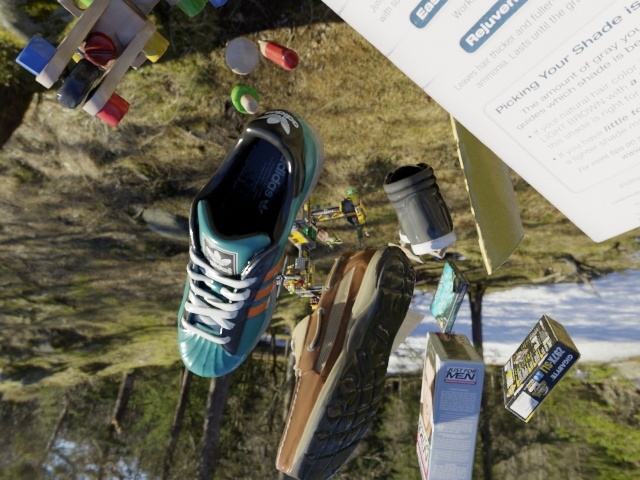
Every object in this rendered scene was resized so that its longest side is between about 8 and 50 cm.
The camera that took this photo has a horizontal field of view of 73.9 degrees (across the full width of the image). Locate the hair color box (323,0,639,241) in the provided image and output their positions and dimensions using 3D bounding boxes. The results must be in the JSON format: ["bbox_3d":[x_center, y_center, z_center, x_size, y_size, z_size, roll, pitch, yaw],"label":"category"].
[{"bbox_3d":[0.151,-0.164,0.278,0.347,0.105,0.174,36,142,-12],"label":"hair color box"}]

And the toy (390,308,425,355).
[{"bbox_3d":[0.168,0.251,1.164,0.137,0.237,0.056,26,132,30],"label":"toy"}]

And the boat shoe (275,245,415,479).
[{"bbox_3d":[0.025,0.150,0.583,0.120,0.324,0.122,7,149,38],"label":"boat shoe"}]

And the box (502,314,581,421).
[{"bbox_3d":[0.690,0.392,1.360,0.079,0.257,0.322,32,-165,16],"label":"box"}]

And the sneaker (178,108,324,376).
[{"bbox_3d":[-0.090,0.017,0.418,0.108,0.302,0.121,23,-166,8],"label":"sneaker"}]

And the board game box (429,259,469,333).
[{"bbox_3d":[0.387,0.171,1.289,0.026,0.126,0.186,5,117,-10],"label":"board game box"}]

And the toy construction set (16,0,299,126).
[{"bbox_3d":[-0.204,-0.286,0.551,0.308,0.237,0.257,12,115,-27],"label":"toy construction set"}]

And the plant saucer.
[{"bbox_3d":[0.351,-0.118,0.902,0.081,0.333,0.332,-13,180,19],"label":"plant saucer"}]

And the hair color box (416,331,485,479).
[{"bbox_3d":[0.332,0.452,1.117,0.113,0.375,0.185,4,-171,4],"label":"hair color box"}]

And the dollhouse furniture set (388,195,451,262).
[{"bbox_3d":[0.323,-0.044,1.439,0.161,0.212,0.242,23,174,40],"label":"dollhouse furniture set"}]

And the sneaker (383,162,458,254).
[{"bbox_3d":[0.183,-0.072,0.798,0.104,0.147,0.296,-19,-176,10],"label":"sneaker"}]

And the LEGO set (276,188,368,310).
[{"bbox_3d":[0.000,0.000,1.101,0.255,0.331,0.192,0,157,22],"label":"LEGO set"}]
